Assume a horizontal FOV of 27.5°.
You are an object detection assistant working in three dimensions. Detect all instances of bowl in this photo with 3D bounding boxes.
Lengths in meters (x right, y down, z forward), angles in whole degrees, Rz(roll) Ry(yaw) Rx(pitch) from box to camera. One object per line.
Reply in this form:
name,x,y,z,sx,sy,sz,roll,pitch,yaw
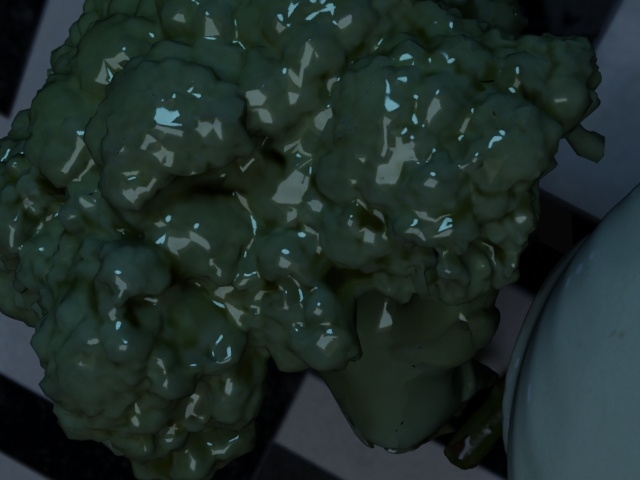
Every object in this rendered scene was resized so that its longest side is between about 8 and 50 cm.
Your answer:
bowl,0.175,0.074,0.578,0.145,0.277,0.277,22,120,40

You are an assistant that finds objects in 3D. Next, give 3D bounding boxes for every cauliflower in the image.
cauliflower,-0.017,-0.005,0.592,0.327,0.260,0.281,-13,103,44

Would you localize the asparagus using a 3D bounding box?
asparagus,0.145,0.037,0.688,0.025,0.024,0.248,37,116,-4
